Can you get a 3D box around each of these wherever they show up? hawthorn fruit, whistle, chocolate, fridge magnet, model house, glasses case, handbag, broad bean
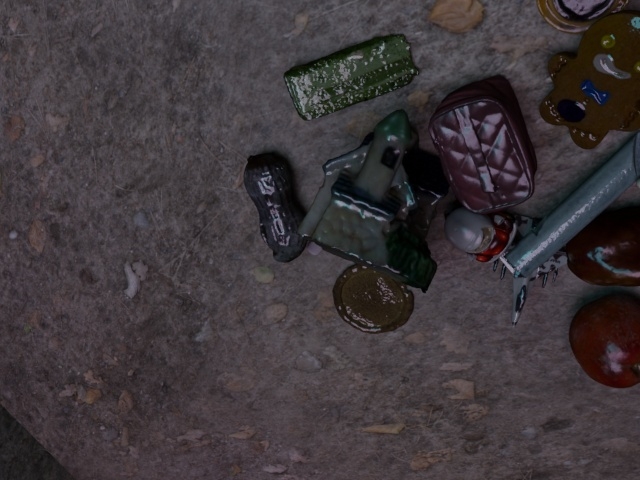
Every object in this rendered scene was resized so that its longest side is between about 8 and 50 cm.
[{"bbox_3d":[0.561,0.193,1.138,0.172,0.173,0.173,10,122,16],"label":"hawthorn fruit"},{"bbox_3d":[0.455,-0.057,1.048,0.062,0.062,0.312,42,108,-6],"label":"whistle"},{"bbox_3d":[-0.091,-0.069,1.277,0.110,0.110,0.248,-5,117,23],"label":"chocolate"},{"bbox_3d":[0.406,-0.389,0.919,0.143,0.063,0.143,8,121,13],"label":"fridge magnet"},{"bbox_3d":[0.122,-0.078,1.077,0.243,0.298,0.284,19,87,7],"label":"model house"},{"bbox_3d":[0.000,0.000,1.329,0.032,0.021,0.083,35,125,-4],"label":"glasses case"},{"bbox_3d":[0.291,-0.165,1.053,0.146,0.135,0.225,-14,114,31],"label":"handbag"},{"bbox_3d":[0.551,0.013,1.044,0.228,0.156,0.122,-7,120,31],"label":"broad bean"}]

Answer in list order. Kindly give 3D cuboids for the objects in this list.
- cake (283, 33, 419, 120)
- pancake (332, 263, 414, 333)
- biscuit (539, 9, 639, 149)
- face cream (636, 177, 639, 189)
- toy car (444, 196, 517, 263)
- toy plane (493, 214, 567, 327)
[{"bbox_3d":[0.057,-0.310,1.121,0.235,0.099,0.100,-19,111,7],"label":"cake"},{"bbox_3d":[0.119,0.135,1.364,0.199,0.021,0.199,9,122,15],"label":"pancake"},{"bbox_3d":[0.448,-0.252,0.948,0.180,0.039,0.236,41,144,14],"label":"biscuit"},{"bbox_3d":[0.686,-0.158,0.921,0.173,0.081,0.348,24,130,-27],"label":"face cream"},{"bbox_3d":[0.281,-0.026,1.127,0.139,0.112,0.112,47,124,30],"label":"toy car"},{"bbox_3d":[0.401,0.052,1.169,0.160,0.082,0.234,11,110,5],"label":"toy plane"}]
